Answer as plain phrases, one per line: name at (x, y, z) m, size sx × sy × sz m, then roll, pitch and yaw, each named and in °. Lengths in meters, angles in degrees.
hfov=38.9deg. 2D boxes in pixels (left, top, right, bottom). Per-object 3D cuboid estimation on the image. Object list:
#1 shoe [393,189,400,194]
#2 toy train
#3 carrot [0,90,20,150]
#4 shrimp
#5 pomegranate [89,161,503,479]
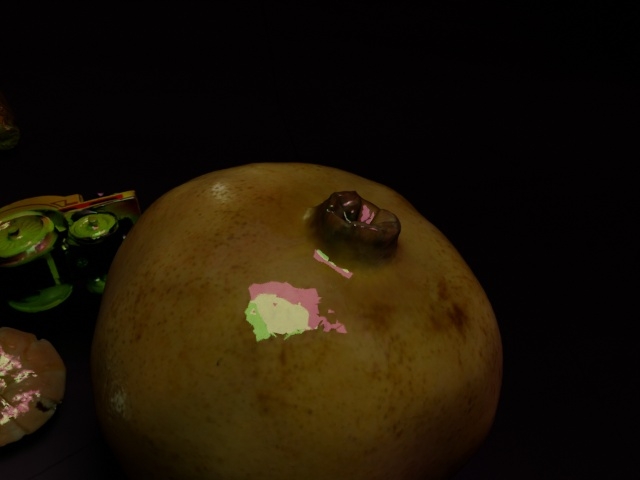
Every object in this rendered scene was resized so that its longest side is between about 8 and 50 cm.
shoe at (0.000, 0.000, 1.287) m, size 0.316 × 0.124 × 0.159 m, roll 0°, pitch 47°, yaw -25°
toy train at (-0.340, 0.011, 1.044) m, size 0.296 × 0.100 × 0.160 m, roll -14°, pitch 35°, yaw -9°
carrot at (-0.512, -0.216, 1.377) m, size 0.069 × 0.069 × 0.228 m, roll -9°, pitch 46°, yaw -34°
shrimp at (-0.394, 0.166, 0.936) m, size 0.267 × 0.061 × 0.145 m, roll -8°, pitch 53°, yaw -36°
pomegranate at (-0.021, 0.100, 0.912) m, size 0.417 × 0.416 × 0.416 m, roll 13°, pitch 36°, yaw -9°
